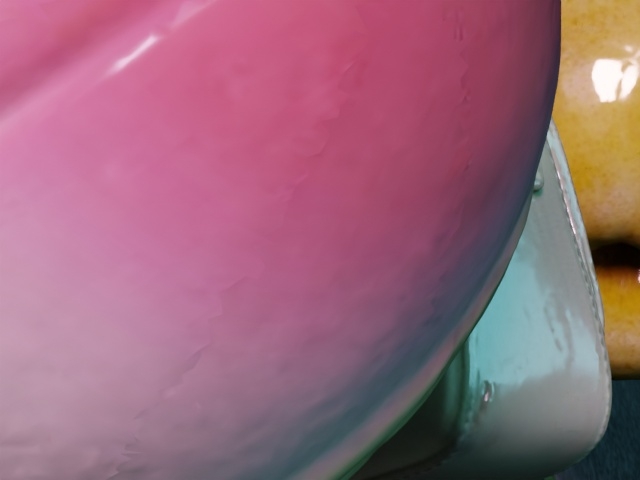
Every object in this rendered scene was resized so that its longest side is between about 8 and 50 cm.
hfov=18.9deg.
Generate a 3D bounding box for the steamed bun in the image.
[{"bbox_3d":[-0.064,-0.058,0.496,0.309,0.309,0.309,43,38,-47],"label":"steamed bun"}]

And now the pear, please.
[{"bbox_3d":[0.179,-0.078,1.093,0.314,0.314,0.314,43,38,-47],"label":"pear"}]

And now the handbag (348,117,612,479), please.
[{"bbox_3d":[0.000,0.000,0.719,0.079,0.256,0.219,5,71,-34],"label":"handbag"}]
